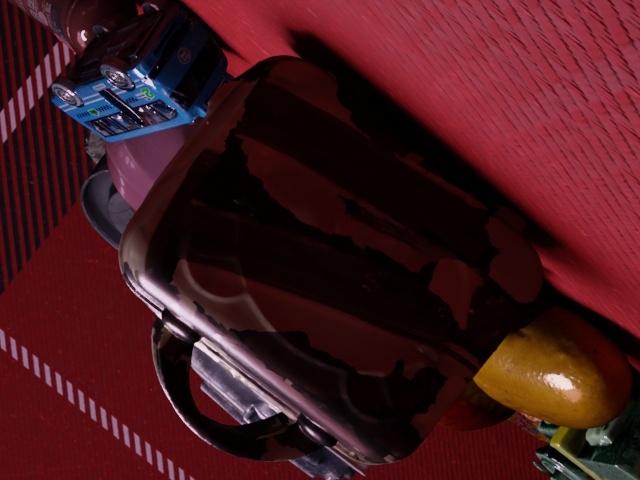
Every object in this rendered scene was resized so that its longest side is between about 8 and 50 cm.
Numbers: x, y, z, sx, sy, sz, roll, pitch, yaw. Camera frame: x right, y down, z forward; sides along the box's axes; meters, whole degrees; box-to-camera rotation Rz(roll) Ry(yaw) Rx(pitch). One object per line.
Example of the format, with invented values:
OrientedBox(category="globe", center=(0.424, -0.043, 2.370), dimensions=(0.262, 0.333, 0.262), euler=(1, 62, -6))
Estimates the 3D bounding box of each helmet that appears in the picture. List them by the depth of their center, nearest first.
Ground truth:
OrientedBox(category="helmet", center=(-0.192, -0.105, 1.744), dimensions=(0.338, 0.197, 0.271), euler=(32, 153, 27))

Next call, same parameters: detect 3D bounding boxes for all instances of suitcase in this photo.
OrientedBox(category="suitcase", center=(-0.013, 0.041, 1.150), dimensions=(0.351, 0.339, 0.194), euler=(38, 177, -10))

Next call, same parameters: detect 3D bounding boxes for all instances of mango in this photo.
OrientedBox(category="mango", center=(0.255, 0.133, 1.381), dimensions=(0.167, 0.130, 0.262), euler=(40, 171, -26))

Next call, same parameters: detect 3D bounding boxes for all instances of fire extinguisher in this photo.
OrientedBox(category="fire extinguisher", center=(-0.318, -0.310, 1.683), dimensions=(0.344, 0.102, 0.138), euler=(36, 173, 35))

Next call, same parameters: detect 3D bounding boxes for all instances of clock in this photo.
OrientedBox(category="clock", center=(-0.241, -0.037, 2.047), dimensions=(0.319, 0.066, 0.319), euler=(16, 148, 10))

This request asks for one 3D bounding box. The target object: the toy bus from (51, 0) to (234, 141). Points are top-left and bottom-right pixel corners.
OrientedBox(category="toy bus", center=(-0.218, -0.198, 1.495), dimensions=(0.134, 0.113, 0.246), euler=(41, 155, -27))

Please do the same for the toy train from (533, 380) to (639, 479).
OrientedBox(category="toy train", center=(0.432, 0.293, 1.465), dimensions=(0.397, 0.160, 0.253), euler=(37, 170, -7))

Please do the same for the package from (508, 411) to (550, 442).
OrientedBox(category="package", center=(0.381, 0.287, 2.346), dimensions=(0.288, 0.108, 0.223), euler=(33, 168, 15))

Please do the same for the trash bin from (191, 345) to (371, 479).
OrientedBox(category="trash bin", center=(0.009, 0.122, 1.784), dimensions=(0.296, 0.368, 0.256), euler=(32, 172, 48))

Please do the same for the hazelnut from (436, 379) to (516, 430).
OrientedBox(category="hazelnut", center=(0.175, 0.147, 1.605), dimensions=(0.251, 0.217, 0.217), euler=(10, -166, -35))

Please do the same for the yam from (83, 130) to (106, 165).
OrientedBox(category="yam", center=(-0.233, -0.131, 2.199), dimensions=(0.348, 0.241, 0.241), euler=(44, 174, -38))
